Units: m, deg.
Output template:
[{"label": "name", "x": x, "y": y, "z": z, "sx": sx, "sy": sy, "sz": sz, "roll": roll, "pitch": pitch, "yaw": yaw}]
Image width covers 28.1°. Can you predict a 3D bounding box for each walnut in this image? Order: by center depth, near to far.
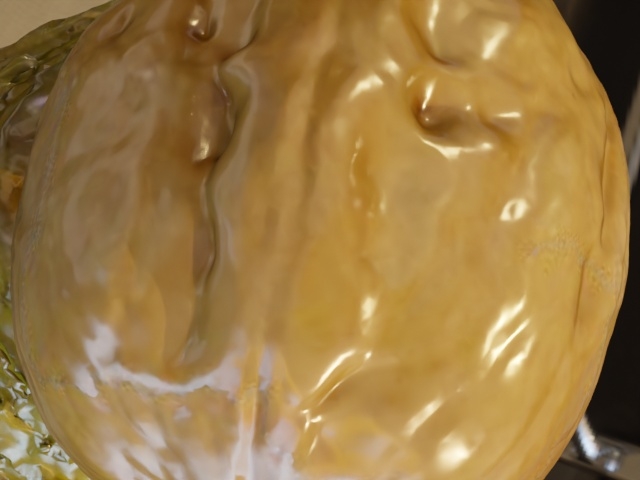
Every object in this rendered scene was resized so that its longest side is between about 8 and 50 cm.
[{"label": "walnut", "x": 0.000, "y": 0.000, "z": 0.419, "sx": 0.195, "sy": 0.195, "sz": 0.222, "roll": 36, "pitch": 49, "yaw": -32}]

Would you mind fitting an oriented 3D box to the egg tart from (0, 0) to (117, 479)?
[{"label": "egg tart", "x": -0.065, "y": -0.003, "z": 0.574, "sx": 0.294, "sy": 0.123, "sz": 0.294, "roll": 1, "pitch": 74, "yaw": -4}]
